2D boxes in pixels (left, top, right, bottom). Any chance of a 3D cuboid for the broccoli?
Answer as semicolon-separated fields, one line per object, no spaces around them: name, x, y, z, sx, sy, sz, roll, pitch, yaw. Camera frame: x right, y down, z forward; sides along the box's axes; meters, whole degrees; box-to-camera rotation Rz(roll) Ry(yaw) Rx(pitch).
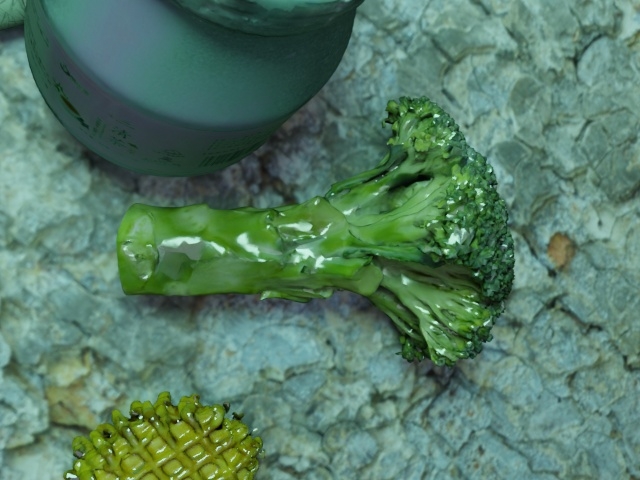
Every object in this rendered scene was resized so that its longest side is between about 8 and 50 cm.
broccoli;0.005;-0.015;0.684;0.361;0.221;0.252;13;128;-19

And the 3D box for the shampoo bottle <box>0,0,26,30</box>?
shampoo bottle;-0.352;-0.185;0.603;0.204;0.065;0.065;-20;103;-14

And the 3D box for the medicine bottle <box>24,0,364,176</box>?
medicine bottle;-0.083;-0.198;0.536;0.245;0.290;0.245;5;76;-23

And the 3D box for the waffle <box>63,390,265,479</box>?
waffle;-0.150;0.246;0.720;0.197;0.070;0.193;2;96;-21
